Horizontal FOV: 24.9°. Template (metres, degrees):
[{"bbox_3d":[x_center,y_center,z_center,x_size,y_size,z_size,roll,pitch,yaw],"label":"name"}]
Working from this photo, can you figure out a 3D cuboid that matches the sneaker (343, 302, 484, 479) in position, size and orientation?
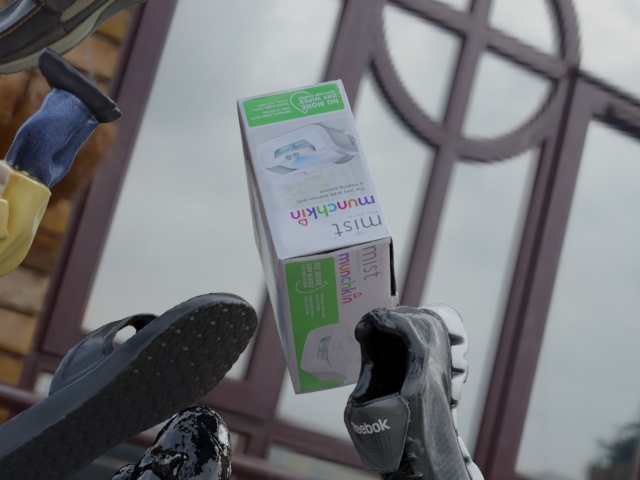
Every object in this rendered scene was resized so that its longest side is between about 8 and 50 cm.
[{"bbox_3d":[0.063,0.152,1.046,0.078,0.234,0.106,-21,-26,38],"label":"sneaker"}]

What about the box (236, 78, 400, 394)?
[{"bbox_3d":[0.000,0.000,1.593,0.127,0.231,0.262,-11,-36,-5],"label":"box"}]

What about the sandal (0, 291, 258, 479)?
[{"bbox_3d":[-0.267,0.173,1.734,0.107,0.446,0.167,41,-33,30],"label":"sandal"}]

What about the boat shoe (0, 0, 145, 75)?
[{"bbox_3d":[-0.308,-0.334,1.803,0.130,0.355,0.132,63,-8,-33],"label":"boat shoe"}]

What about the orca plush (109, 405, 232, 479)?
[{"bbox_3d":[-0.178,0.258,1.473,0.151,0.287,0.102,19,-44,30],"label":"orca plush"}]

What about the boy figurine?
[{"bbox_3d":[-0.288,-0.027,1.266,0.092,0.285,0.177,38,-2,0],"label":"boy figurine"}]
